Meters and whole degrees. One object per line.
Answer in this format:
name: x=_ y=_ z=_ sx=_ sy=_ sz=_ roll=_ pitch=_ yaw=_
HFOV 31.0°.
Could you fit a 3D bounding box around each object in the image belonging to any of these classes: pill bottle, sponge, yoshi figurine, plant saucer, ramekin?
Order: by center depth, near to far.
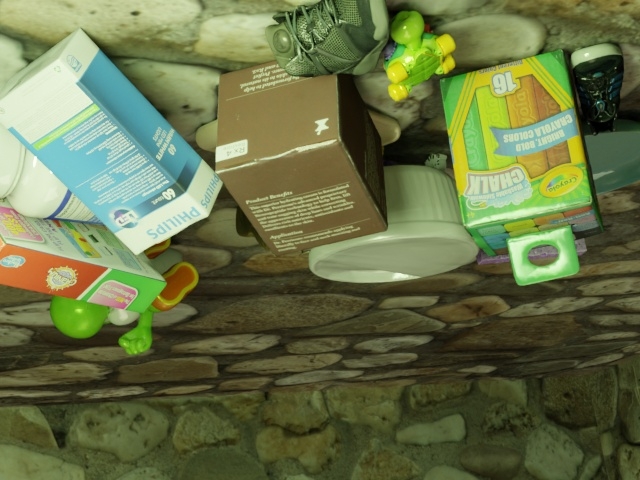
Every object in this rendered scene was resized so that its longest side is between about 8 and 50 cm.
pill bottle: x=-0.327 y=-0.099 z=1.534 sx=0.272 sy=0.152 sz=0.152 roll=7 pitch=157 yaw=-39
ramekin: x=0.111 y=-0.026 z=1.843 sx=0.272 sy=0.127 sz=0.273 roll=-5 pitch=164 yaw=-2
plant saucer: x=0.431 y=-0.136 z=1.945 sx=0.317 sy=0.044 sz=0.317 roll=-8 pitch=163 yaw=-2
yoshi figurine: x=-0.384 y=0.101 z=2.121 sx=0.203 sy=0.204 sz=0.362 roll=19 pitch=155 yaw=-24
sponge: x=0.384 y=-0.022 z=2.158 sx=0.210 sy=0.117 sz=0.031 roll=-5 pitch=164 yaw=-12

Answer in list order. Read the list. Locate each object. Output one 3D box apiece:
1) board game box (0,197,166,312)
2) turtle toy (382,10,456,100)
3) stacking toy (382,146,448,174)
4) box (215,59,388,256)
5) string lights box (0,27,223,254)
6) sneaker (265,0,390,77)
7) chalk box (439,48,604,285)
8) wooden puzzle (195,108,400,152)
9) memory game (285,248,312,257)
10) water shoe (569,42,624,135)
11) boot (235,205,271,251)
board game box: x=-0.392 y=-0.021 z=1.622 sx=0.064 sy=0.242 sz=0.316 roll=-50 pitch=147 yaw=14
turtle toy: x=0.114 y=-0.237 z=1.437 sx=0.095 sy=0.066 sz=0.130 roll=-31 pitch=160 yaw=-5
stacking toy: x=0.080 y=-0.102 z=1.893 sx=0.167 sy=0.052 sz=0.221 roll=8 pitch=158 yaw=-38
box: x=-0.021 y=-0.113 z=1.512 sx=0.168 sy=0.167 sz=0.203 roll=-12 pitch=143 yaw=15
string lights box: x=-0.256 y=-0.113 z=1.399 sx=0.133 sy=0.077 sz=0.260 roll=-26 pitch=120 yaw=31
sneaker: x=0.008 y=-0.246 z=1.325 sx=0.130 sy=0.087 sz=0.227 roll=-12 pitch=169 yaw=-9
chalk box: x=0.289 y=-0.087 z=1.619 sx=0.180 sy=0.289 sz=0.179 roll=-13 pitch=162 yaw=15
wooden puzzle: x=-0.029 y=-0.148 z=1.693 sx=0.221 sy=0.044 sz=0.238 roll=-18 pitch=160 yaw=31
memory game: x=0.000 y=0.000 z=2.233 sx=0.186 sy=0.012 sz=0.186 roll=-7 pitch=163 yaw=-2
water shoe: x=0.398 y=-0.210 z=1.626 sx=0.073 sy=0.080 sz=0.203 roll=-13 pitch=162 yaw=15
boot: x=-0.034 y=-0.026 z=1.944 sx=0.165 sy=0.077 sz=0.213 roll=1 pitch=-173 yaw=-26
